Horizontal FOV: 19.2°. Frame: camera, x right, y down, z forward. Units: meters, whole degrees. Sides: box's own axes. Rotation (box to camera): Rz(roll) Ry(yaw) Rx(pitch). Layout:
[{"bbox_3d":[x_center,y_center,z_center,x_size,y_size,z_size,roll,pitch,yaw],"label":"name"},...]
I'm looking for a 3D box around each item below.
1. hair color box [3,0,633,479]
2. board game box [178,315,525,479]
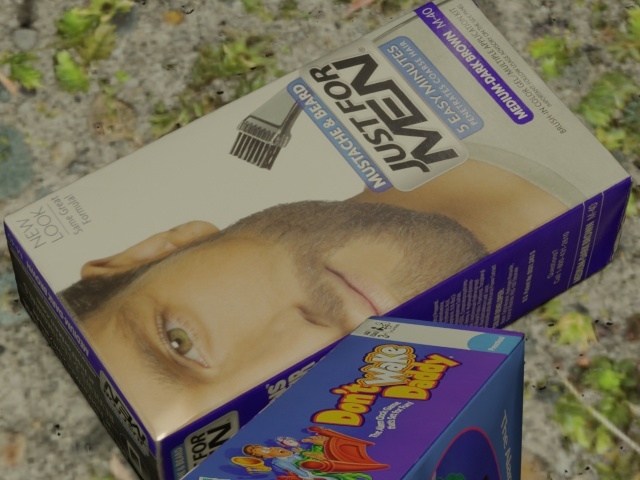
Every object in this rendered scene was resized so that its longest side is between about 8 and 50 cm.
[{"bbox_3d":[0.000,0.000,1.166,0.339,0.110,0.185,-29,62,-17],"label":"hair color box"},{"bbox_3d":[0.017,0.233,0.816,0.078,0.347,0.233,6,16,20],"label":"board game box"}]
